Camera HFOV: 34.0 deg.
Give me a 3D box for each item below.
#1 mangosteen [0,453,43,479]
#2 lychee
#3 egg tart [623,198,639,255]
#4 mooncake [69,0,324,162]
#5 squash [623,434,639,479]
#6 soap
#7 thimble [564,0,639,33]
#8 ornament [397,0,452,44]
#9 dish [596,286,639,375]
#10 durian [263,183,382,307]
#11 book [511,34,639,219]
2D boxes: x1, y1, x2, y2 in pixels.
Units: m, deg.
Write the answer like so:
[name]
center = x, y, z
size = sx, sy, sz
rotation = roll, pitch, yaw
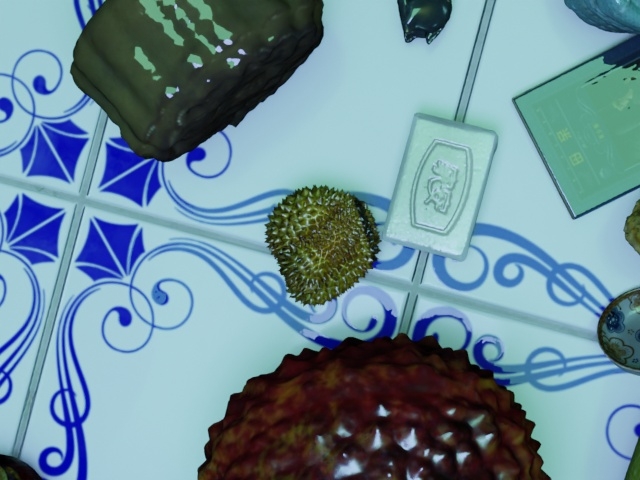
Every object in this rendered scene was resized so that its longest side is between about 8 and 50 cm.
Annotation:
[mangosteen]
center = -0.472, 0.375, 1.425
size = 0.192, 0.217, 0.192
rotation = -4, 61, 7
[lychee]
center = 0.041, 0.334, 1.278
size = 0.500, 0.424, 0.424
rotation = -37, 85, 20
[egg tart]
center = 0.521, 0.019, 1.323
size = 0.291, 0.291, 0.107
rotation = 6, 123, 6
[mooncake]
center = -0.148, -0.253, 1.350
size = 0.324, 0.324, 0.187
rotation = -40, 88, 4
[squash]
center = 0.480, 0.405, 1.315
size = 0.310, 0.310, 0.309
rotation = 27, 110, 6
[soap]
center = 0.165, -0.072, 1.437
size = 0.121, 0.064, 0.183
rotation = 15, 91, 7
[thimble]
center = 0.429, -0.369, 1.348
size = 0.235, 0.143, 0.198
rotation = -30, 108, -10
[ornament]
center = 0.216, -0.380, 1.428
size = 0.236, 0.080, 0.202
rotation = -8, 85, 6
[dish]
center = 0.448, 0.137, 1.398
size = 0.141, 0.078, 0.141
rotation = -16, 44, 16
[durian]
center = 0.000, 0.000, 1.422
size = 0.168, 0.137, 0.158
rotation = -37, 105, 16
[book]
center = 0.424, -0.172, 1.428
size = 0.269, 0.025, 0.191
rotation = -26, 87, 5
